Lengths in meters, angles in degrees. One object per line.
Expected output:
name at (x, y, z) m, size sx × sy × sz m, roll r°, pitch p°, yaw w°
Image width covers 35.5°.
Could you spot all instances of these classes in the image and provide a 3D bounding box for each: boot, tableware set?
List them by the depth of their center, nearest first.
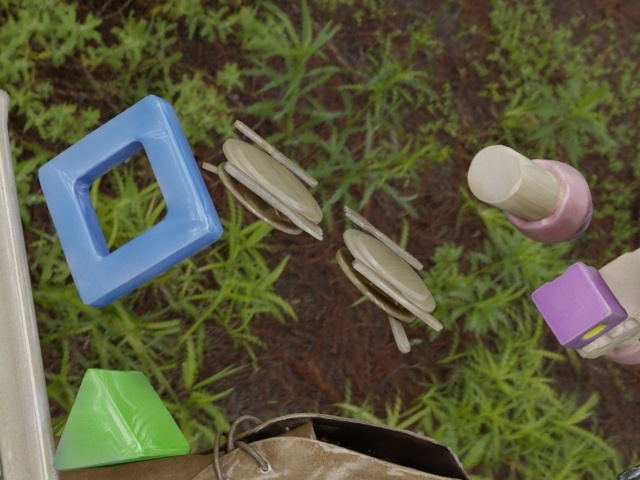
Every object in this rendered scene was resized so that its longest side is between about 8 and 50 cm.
boot at (-0.057, 0.141, 0.586) m, size 0.305 × 0.112 × 0.115 m, roll 13°, pitch 112°, yaw -8°
tableware set at (0.000, 0.000, 0.716) m, size 0.194 × 0.128 × 0.039 m, roll 38°, pitch 105°, yaw -13°

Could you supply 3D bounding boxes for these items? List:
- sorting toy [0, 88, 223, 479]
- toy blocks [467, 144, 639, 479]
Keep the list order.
sorting toy at (-0.199, 0.047, 0.408) m, size 0.047 × 0.347 × 0.196 m, roll 20°, pitch 58°, yaw -64°
toy blocks at (0.312, 0.021, 0.714) m, size 0.260 × 0.288 × 0.309 m, roll 16°, pitch 45°, yaw -58°
